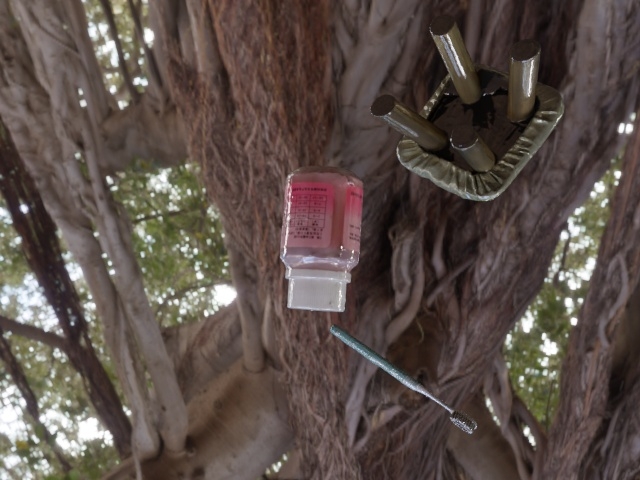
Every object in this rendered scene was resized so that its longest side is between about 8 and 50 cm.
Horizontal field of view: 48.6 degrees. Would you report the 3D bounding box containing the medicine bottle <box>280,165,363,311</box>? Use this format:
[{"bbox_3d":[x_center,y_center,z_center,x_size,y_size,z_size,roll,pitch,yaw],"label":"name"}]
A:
[{"bbox_3d":[0.000,0.000,1.249,0.147,0.147,0.247,3,-96,11],"label":"medicine bottle"}]

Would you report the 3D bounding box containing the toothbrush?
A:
[{"bbox_3d":[0.077,0.132,0.679,0.167,0.011,0.014,34,-151,10],"label":"toothbrush"}]

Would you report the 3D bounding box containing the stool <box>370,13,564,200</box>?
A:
[{"bbox_3d":[0.307,-0.285,1.512,0.310,0.226,0.310,32,-97,39],"label":"stool"}]
